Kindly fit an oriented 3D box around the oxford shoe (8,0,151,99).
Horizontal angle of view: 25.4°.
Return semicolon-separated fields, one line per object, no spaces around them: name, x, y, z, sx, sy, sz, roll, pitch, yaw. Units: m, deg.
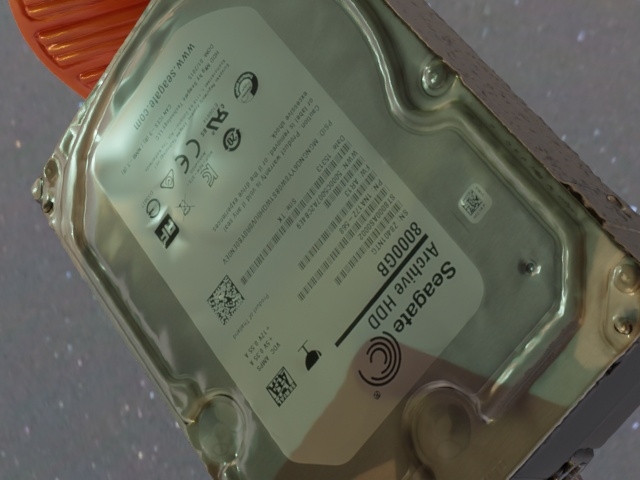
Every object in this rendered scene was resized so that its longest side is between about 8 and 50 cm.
oxford shoe;-0.100;-0.149;0.900;0.130;0.364;0.133;-9;-134;14

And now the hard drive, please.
hard drive;0.000;0.000;0.703;0.064;0.237;0.339;9;-144;-51

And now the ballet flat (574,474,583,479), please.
ballet flat;0.033;0.130;0.763;0.221;0.079;0.077;-2;-118;33
